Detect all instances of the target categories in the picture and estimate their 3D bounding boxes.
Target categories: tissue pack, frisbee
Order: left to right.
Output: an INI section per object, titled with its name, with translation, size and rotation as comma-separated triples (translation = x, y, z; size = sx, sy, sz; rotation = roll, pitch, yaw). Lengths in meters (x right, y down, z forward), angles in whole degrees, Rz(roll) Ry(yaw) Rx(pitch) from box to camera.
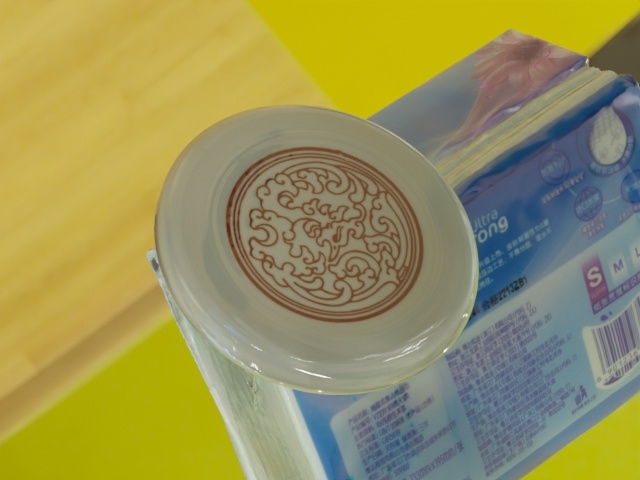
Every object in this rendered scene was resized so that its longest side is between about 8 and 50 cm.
[frisbee]
translation = 0.000, 0.000, 0.640
size = 0.110, 0.110, 0.014
rotation = -27, 161, -31
[tissue pack]
translation = 0.067, 0.033, 1.106
size = 0.263, 0.146, 0.198
rotation = -32, 124, -18
